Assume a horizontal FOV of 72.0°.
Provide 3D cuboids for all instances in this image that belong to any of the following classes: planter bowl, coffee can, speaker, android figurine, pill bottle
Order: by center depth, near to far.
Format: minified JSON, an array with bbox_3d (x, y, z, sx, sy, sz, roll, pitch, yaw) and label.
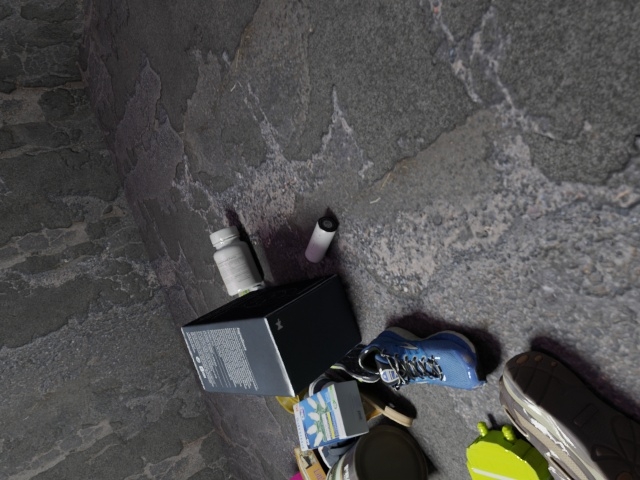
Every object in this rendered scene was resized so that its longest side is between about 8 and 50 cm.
[{"bbox_3d":[0.400,0.497,0.888,0.248,0.056,0.273,-28,85,57],"label":"android figurine"},{"bbox_3d":[0.000,0.000,1.173,0.055,0.055,0.136,52,144,24],"label":"speaker"},{"bbox_3d":[0.144,0.656,1.207,0.201,0.201,0.275,50,142,25],"label":"coffee can"},{"bbox_3d":[-0.105,0.499,1.579,0.217,0.090,0.217,33,134,42],"label":"planter bowl"},{"bbox_3d":[-0.310,0.070,1.588,0.131,0.131,0.229,-24,88,57],"label":"pill bottle"}]

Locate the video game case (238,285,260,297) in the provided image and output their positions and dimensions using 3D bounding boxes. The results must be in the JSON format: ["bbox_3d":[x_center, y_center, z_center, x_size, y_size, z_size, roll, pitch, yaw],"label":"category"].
[{"bbox_3d":[-0.249,0.277,1.718,0.206,0.026,0.227,4,113,54],"label":"video game case"}]

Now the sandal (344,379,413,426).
[{"bbox_3d":[0.137,0.462,1.195,0.240,0.088,0.079,15,81,47],"label":"sandal"}]

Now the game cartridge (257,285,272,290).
[{"bbox_3d":[-0.112,0.275,1.498,0.297,0.062,0.198,11,113,52],"label":"game cartridge"}]

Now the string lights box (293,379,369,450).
[{"bbox_3d":[0.021,0.491,1.223,0.260,0.076,0.134,-48,49,47],"label":"string lights box"}]

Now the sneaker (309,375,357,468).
[{"bbox_3d":[0.053,0.594,1.377,0.127,0.126,0.321,-8,100,62],"label":"sneaker"}]

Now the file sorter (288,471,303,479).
[{"bbox_3d":[-0.110,1.113,1.765,0.202,0.290,0.182,41,141,35],"label":"file sorter"}]

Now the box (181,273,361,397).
[{"bbox_3d":[-0.141,0.264,1.239,0.395,0.293,0.212,-16,96,43],"label":"box"}]

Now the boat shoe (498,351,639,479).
[{"bbox_3d":[0.437,0.341,0.703,0.355,0.132,0.130,52,154,38],"label":"boat shoe"}]

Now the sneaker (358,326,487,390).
[{"bbox_3d":[0.206,0.275,0.955,0.330,0.147,0.130,-13,98,56],"label":"sneaker"}]

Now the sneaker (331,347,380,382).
[{"bbox_3d":[0.100,0.355,1.240,0.234,0.084,0.097,3,137,55],"label":"sneaker"}]

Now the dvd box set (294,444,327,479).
[{"bbox_3d":[0.042,0.969,1.563,0.420,0.062,0.308,49,154,42],"label":"dvd box set"}]
